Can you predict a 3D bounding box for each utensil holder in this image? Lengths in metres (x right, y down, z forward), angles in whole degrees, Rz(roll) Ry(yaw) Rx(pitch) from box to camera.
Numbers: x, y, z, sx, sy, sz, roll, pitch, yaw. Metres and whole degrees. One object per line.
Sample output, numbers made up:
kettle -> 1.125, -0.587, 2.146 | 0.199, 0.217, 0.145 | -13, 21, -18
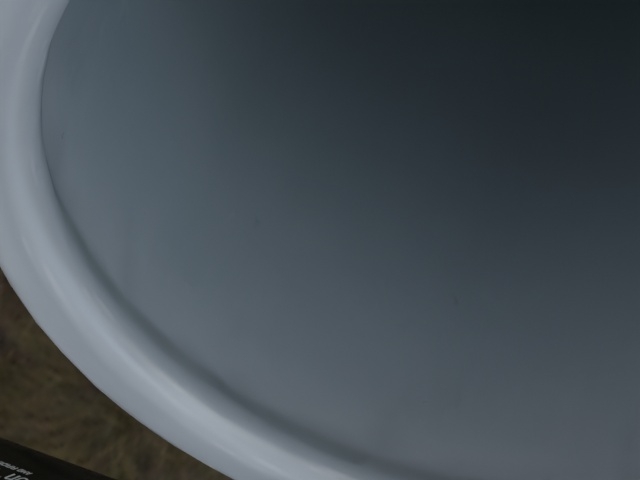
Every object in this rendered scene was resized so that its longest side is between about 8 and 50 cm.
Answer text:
utensil holder -> 0.092, -0.127, 0.592 | 0.327, 0.385, 0.327 | 9, 137, 8

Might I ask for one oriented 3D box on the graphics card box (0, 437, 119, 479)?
graphics card box -> -0.156, 0.249, 0.939 | 0.371, 0.094, 0.233 | 11, 112, 44
